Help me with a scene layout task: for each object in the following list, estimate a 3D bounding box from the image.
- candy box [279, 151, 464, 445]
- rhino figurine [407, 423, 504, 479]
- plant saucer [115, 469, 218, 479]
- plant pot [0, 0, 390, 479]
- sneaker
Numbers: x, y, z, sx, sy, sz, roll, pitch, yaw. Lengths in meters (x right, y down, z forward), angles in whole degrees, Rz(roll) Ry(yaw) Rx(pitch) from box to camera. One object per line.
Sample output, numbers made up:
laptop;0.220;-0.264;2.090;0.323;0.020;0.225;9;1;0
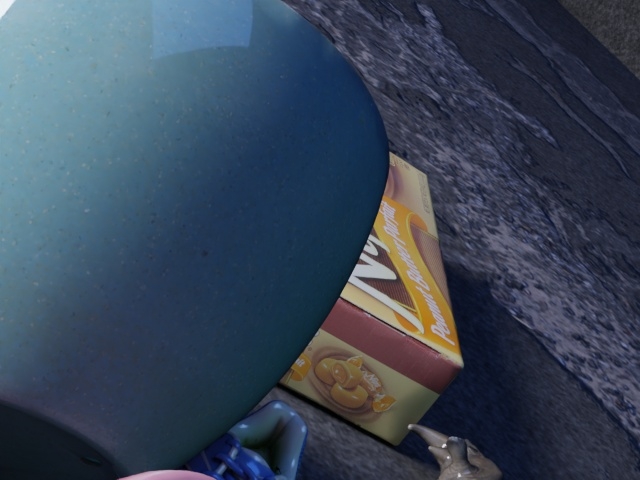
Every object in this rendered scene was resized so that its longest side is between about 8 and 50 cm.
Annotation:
candy box;0.000;0.000;1.060;0.183;0.087;0.316;30;24;-15
rhino figurine;0.141;0.201;0.891;0.243;0.073;0.106;45;21;25
plant saucer;-0.042;0.234;0.380;0.332;0.084;0.332;-15;90;-76
plant pot;-0.126;0.014;0.672;0.290;0.290;0.195;27;57;-20
sneaker;-0.066;0.140;0.698;0.080;0.081;0.211;37;21;3
